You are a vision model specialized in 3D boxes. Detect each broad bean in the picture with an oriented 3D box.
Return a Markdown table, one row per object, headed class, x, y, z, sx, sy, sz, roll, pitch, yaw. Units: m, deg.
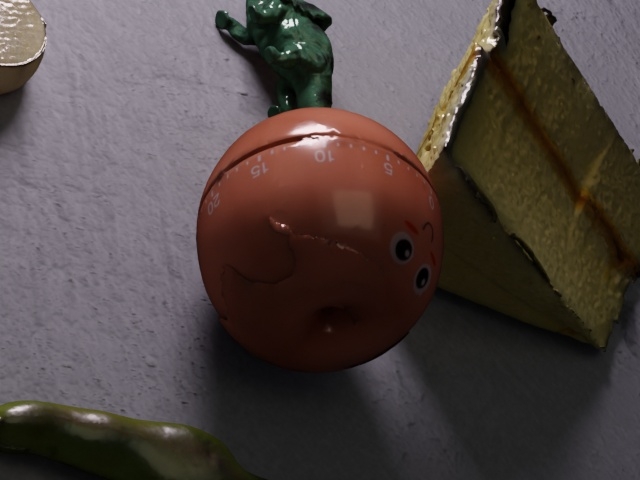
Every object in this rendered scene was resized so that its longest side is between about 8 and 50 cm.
| class | x | y | z | sx | sy | sz | roll | pitch | yaw |
| --- | --- | --- | --- | --- | --- | --- | --- | --- | --- |
| broad bean | -0.169 | 0.178 | 1.529 | 0.325 | 0.067 | 0.075 | 16 | 18 | -25 |

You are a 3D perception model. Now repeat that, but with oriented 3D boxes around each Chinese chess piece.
| class | x | y | z | sx | sy | sz | roll | pitch | yaw |
| --- | --- | --- | --- | --- | --- | --- | --- | --- | --- |
| Chinese chess piece | -0.317 | -0.193 | 1.725 | 0.122 | 0.051 | 0.122 | 20 | 46 | -22 |

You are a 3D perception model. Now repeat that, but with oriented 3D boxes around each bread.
| class | x | y | z | sx | sy | sz | roll | pitch | yaw |
| --- | --- | --- | --- | --- | --- | --- | --- | --- | --- |
| bread | 0.257 | -0.066 | 1.960 | 0.405 | 0.242 | 0.346 | 25 | 47 | -16 |

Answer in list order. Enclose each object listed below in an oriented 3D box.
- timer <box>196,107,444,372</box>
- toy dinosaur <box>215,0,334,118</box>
| class | x | y | z | sx | sy | sz | roll | pitch | yaw |
| --- | --- | --- | --- | --- | --- | --- | --- | --- | --- |
| timer | 0.000 | 0.000 | 1.682 | 0.229 | 0.229 | 0.215 | 21 | 45 | -25 |
| toy dinosaur | -0.038 | -0.180 | 1.920 | 0.120 | 0.079 | 0.292 | 15 | 52 | -27 |
